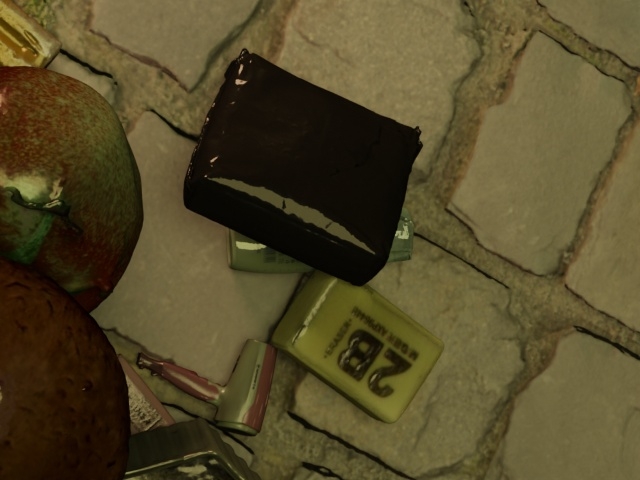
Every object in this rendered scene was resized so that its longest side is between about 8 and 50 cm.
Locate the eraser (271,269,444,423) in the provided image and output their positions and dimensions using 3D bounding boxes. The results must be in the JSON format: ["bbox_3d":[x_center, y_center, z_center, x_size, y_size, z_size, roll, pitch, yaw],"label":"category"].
[{"bbox_3d":[0.043,0.117,1.916,0.172,0.058,0.117,38,82,-22],"label":"eraser"}]

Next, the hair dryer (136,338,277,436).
[{"bbox_3d":[-0.131,0.153,1.898,0.154,0.054,0.106,14,80,-8],"label":"hair dryer"}]

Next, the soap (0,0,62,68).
[{"bbox_3d":[-0.412,-0.231,1.831,0.232,0.073,0.140,39,82,-9],"label":"soap"}]

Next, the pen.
[{"bbox_3d":[-0.212,0.178,1.883,0.053,0.032,0.197,-42,99,-11],"label":"pen"}]

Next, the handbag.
[{"bbox_3d":[-0.013,-0.088,1.878,0.247,0.080,0.223,25,55,-11],"label":"handbag"}]

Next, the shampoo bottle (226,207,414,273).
[{"bbox_3d":[0.000,0.000,1.932,0.212,0.049,0.072,-2,92,-13],"label":"shampoo bottle"}]

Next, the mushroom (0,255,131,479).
[{"bbox_3d":[-0.349,0.176,1.642,0.331,0.356,0.334,37,88,-2],"label":"mushroom"}]

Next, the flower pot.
[{"bbox_3d":[-0.153,0.316,1.795,0.209,0.189,0.239,15,92,-11],"label":"flower pot"}]

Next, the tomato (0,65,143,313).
[{"bbox_3d":[-0.333,-0.047,1.732,0.303,0.303,0.239,4,50,-13],"label":"tomato"}]
